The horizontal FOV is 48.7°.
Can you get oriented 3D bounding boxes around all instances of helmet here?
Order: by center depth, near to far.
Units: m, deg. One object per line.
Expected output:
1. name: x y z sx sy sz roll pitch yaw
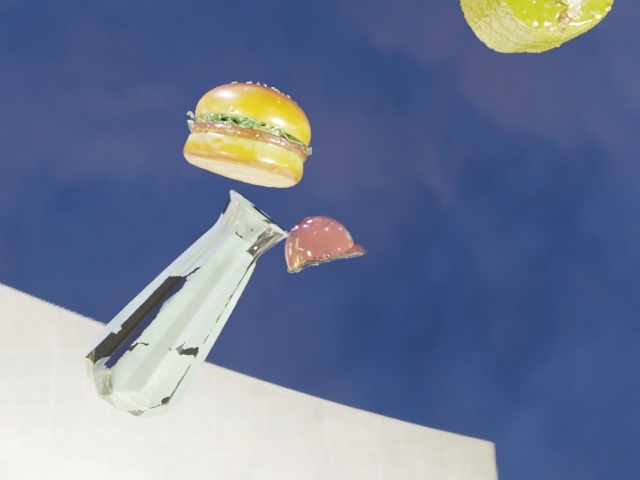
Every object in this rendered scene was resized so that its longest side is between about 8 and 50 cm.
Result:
1. helmet: 0.001 -0.001 0.708 0.084 0.065 0.049 -15 -86 6

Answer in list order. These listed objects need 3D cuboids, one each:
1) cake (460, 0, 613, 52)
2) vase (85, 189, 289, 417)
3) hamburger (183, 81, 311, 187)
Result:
1. cake: 0.297 -0.404 0.997 0.179 0.156 0.260 -10 -88 -14
2. vase: -0.202 0.097 1.088 0.165 0.165 0.360 38 -88 -6
3. hamburger: -0.131 -0.202 1.315 0.246 0.246 0.170 15 -93 -15
